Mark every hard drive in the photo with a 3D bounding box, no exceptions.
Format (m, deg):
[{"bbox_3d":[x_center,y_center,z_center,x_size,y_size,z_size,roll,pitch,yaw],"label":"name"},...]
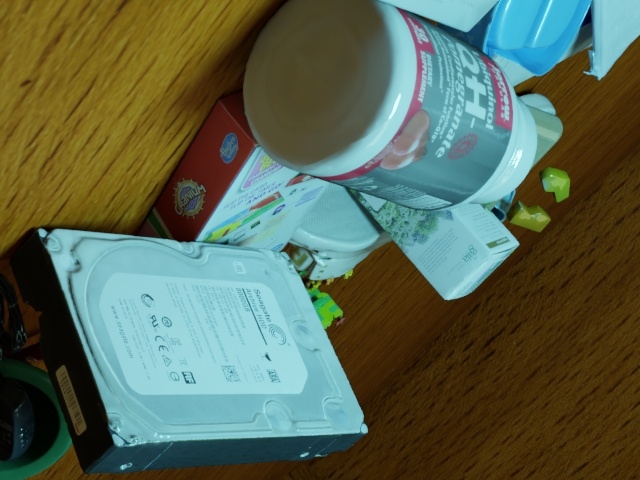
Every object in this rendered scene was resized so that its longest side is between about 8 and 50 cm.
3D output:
[{"bbox_3d":[-0.120,0.107,1.321,0.339,0.236,0.064,8,139,-47],"label":"hard drive"}]

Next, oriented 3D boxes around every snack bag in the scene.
[{"bbox_3d":[0.466,-0.395,1.736,0.342,0.037,0.323,-45,157,-8],"label":"snack bag"}]

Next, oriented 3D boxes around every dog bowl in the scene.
[{"bbox_3d":[0.222,-0.271,1.489,0.297,0.074,0.165,-18,133,-60],"label":"dog bowl"}]

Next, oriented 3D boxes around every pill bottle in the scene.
[{"bbox_3d":[0.085,-0.124,1.301,0.176,0.176,0.319,-45,151,20],"label":"pill bottle"}]

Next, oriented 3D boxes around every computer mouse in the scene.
[{"bbox_3d":[-0.311,0.125,1.319,0.041,0.071,0.242,-39,150,-45],"label":"computer mouse"}]

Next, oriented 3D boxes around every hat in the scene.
[{"bbox_3d":[-0.351,0.147,1.476,0.209,0.183,0.173,19,118,-23],"label":"hat"}]

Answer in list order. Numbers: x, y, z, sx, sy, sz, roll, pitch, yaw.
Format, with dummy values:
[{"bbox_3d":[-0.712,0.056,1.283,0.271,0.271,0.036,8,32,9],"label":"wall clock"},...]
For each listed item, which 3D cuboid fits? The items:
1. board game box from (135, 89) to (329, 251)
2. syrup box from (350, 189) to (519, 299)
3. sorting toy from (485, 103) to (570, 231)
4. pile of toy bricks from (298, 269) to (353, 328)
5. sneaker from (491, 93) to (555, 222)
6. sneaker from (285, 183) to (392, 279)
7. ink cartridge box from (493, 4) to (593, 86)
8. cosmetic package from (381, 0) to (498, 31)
[{"bbox_3d":[-0.073,-0.062,1.473,0.242,0.064,0.316,-27,162,-44],"label":"board game box"},{"bbox_3d":[0.138,-0.044,1.741,0.093,0.237,0.096,-48,165,28],"label":"syrup box"},{"bbox_3d":[0.241,-0.097,1.904,0.307,0.041,0.229,16,129,-29],"label":"sorting toy"},{"bbox_3d":[-0.008,0.096,2.093,0.212,0.105,0.118,-35,166,-21],"label":"pile of toy bricks"},{"bbox_3d":[0.258,-0.097,2.093,0.366,0.150,0.135,-33,167,-27],"label":"sneaker"},{"bbox_3d":[0.000,0.000,1.796,0.169,0.108,0.293,-38,160,32],"label":"sneaker"},{"bbox_3d":[0.292,-0.281,1.773,0.333,0.065,0.165,-28,162,-38],"label":"ink cartridge box"},{"bbox_3d":[0.145,-0.326,1.134,0.284,0.097,0.377,-42,167,18],"label":"cosmetic package"}]
